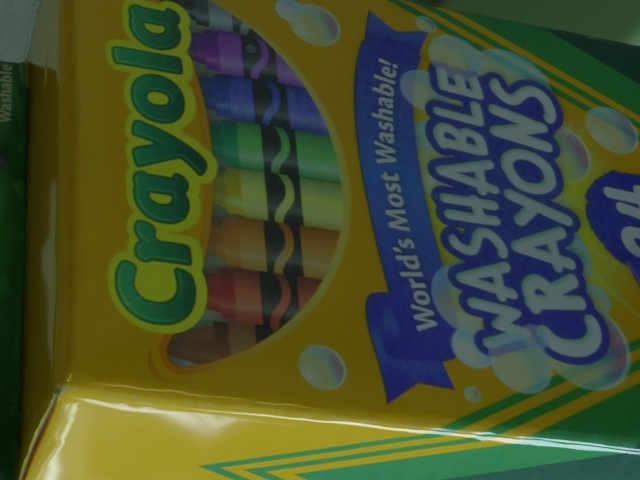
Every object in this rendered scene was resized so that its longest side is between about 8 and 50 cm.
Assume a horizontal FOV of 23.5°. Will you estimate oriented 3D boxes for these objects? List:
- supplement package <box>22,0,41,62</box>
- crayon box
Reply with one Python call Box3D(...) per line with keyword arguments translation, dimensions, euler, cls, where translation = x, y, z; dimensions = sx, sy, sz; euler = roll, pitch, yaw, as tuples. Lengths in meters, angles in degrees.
Box3D(translation=(-0.102, -0.037, 0.913), dimensions=(0.133, 0.244, 0.139), euler=(19, 163, -37), cls="supplement package")
Box3D(translation=(0.000, 0.000, 0.587), dimensions=(0.322, 0.203, 0.083), euler=(7, 143, -19), cls="crayon box")
